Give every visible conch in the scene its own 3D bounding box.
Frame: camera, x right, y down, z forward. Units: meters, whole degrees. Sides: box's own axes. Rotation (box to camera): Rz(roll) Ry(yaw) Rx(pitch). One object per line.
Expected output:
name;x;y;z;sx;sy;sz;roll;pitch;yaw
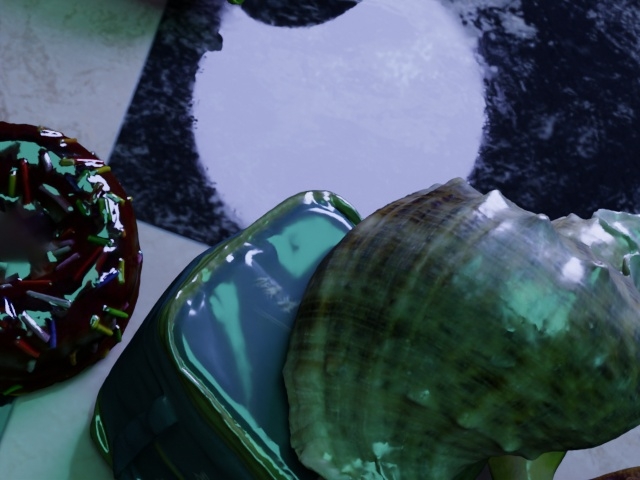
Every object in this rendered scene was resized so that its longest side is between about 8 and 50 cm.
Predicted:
conch;0.112;0.052;0.789;0.291;0.159;0.210;-31;84;-27

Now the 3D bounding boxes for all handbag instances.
handbag;-0.024;0.130;0.931;0.263;0.241;0.222;47;60;4

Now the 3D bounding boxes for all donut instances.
donut;-0.253;0.006;0.994;0.235;0.089;0.235;7;67;-17

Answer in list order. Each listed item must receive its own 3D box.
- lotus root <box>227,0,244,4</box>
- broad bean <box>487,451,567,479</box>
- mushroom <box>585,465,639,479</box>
lotus root;-0.122;-0.288;1.140;0.186;0.186;0.186;7;65;-16
broad bean;0.175;0.107;1.092;0.075;0.067;0.325;16;45;-18
mushroom;0.250;0.293;1.030;0.231;0.138;0.194;-10;84;-12
